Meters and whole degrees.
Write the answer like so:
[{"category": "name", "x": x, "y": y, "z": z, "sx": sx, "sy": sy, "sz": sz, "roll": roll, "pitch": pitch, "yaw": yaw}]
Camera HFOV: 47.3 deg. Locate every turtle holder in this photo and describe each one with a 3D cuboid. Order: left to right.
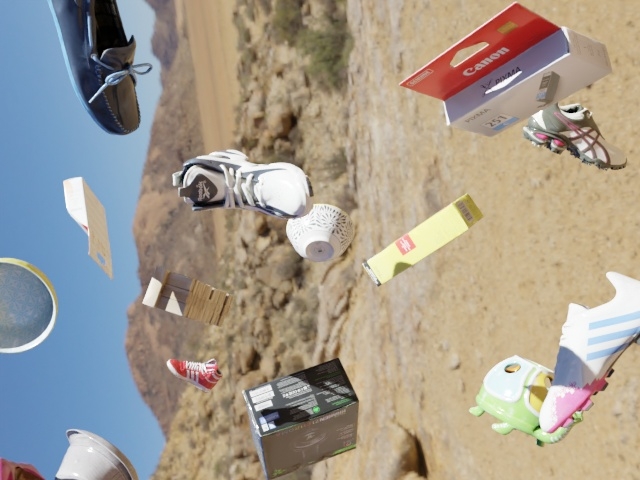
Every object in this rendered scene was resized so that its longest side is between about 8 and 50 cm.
[{"category": "turtle holder", "x": 0.624, "y": 0.486, "z": 2.225, "sx": 0.320, "sy": 0.244, "sz": 0.227, "roll": -148, "pitch": 82, "yaw": -87}]

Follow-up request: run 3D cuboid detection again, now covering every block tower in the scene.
[{"category": "block tower", "x": -0.304, "y": 0.141, "z": 1.745, "sx": 0.335, "sy": 0.097, "sz": 0.090, "roll": 45, "pitch": -118, "yaw": -74}]

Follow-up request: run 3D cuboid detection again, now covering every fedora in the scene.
[{"category": "fedora", "x": -0.603, "y": 0.617, "z": 1.903, "sx": 0.276, "sy": 0.124, "sz": 0.243, "roll": -2, "pitch": 121, "yaw": 38}]

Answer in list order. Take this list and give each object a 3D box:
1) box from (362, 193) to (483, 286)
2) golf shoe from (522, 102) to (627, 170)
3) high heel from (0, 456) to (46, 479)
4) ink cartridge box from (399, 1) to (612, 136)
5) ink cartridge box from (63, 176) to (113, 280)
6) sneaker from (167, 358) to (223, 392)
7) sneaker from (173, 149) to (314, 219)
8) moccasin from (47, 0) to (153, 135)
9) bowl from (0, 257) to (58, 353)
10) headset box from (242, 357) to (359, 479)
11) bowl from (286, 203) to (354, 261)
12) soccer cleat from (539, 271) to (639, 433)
[{"category": "box", "x": 0.190, "y": 0.002, "z": 1.373, "sx": 0.232, "sy": 0.087, "sz": 0.058, "roll": -36, "pitch": 86, "yaw": 38}, {"category": "golf shoe", "x": 0.596, "y": -0.238, "z": 1.650, "sx": 0.105, "sy": 0.273, "sz": 0.120, "roll": -119, "pitch": 49, "yaw": -63}, {"category": "high heel", "x": -0.715, "y": 0.591, "z": 1.741, "sx": 0.377, "sy": 0.181, "sz": 0.127, "roll": -6, "pitch": 60, "yaw": 67}, {"category": "ink cartridge box", "x": 0.343, "y": -0.304, "z": 1.376, "sx": 0.296, "sy": 0.261, "sz": 0.066, "roll": -28, "pitch": 62, "yaw": 48}, {"category": "ink cartridge box", "x": -0.474, "y": -0.018, "z": 1.496, "sx": 0.145, "sy": 0.045, "sz": 0.179, "roll": 81, "pitch": 177, "yaw": -65}, {"category": "sneaker", "x": -0.264, "y": 0.272, "z": 1.557, "sx": 0.118, "sy": 0.067, "sz": 0.042, "roll": 37, "pitch": -162, "yaw": -26}, {"category": "sneaker", "x": -0.134, "y": -0.078, "z": 1.124, "sx": 0.235, "sy": 0.153, "sz": 0.094, "roll": 30, "pitch": 124, "yaw": 36}, {"category": "moccasin", "x": -0.399, "y": -0.347, "z": 1.342, "sx": 0.137, "sy": 0.117, "sz": 0.341, "roll": -67, "pitch": -31, "yaw": -48}, {"category": "bowl", "x": -0.915, "y": 0.172, "z": 2.165, "sx": 0.156, "sy": 0.290, "sz": 0.289, "roll": -114, "pitch": 15, "yaw": -71}, {"category": "headset box", "x": -0.044, "y": 0.444, "z": 1.783, "sx": 0.283, "sy": 0.247, "sz": 0.131, "roll": 90, "pitch": 159, "yaw": -51}, {"category": "bowl", "x": 0.000, "y": 0.000, "z": 1.791, "sx": 0.080, "sy": 0.170, "sz": 0.170, "roll": -88, "pitch": -4, "yaw": -48}, {"category": "soccer cleat", "x": 0.494, "y": 0.205, "z": 1.371, "sx": 0.143, "sy": 0.331, "sz": 0.116, "roll": 40, "pitch": -175, "yaw": 18}]
